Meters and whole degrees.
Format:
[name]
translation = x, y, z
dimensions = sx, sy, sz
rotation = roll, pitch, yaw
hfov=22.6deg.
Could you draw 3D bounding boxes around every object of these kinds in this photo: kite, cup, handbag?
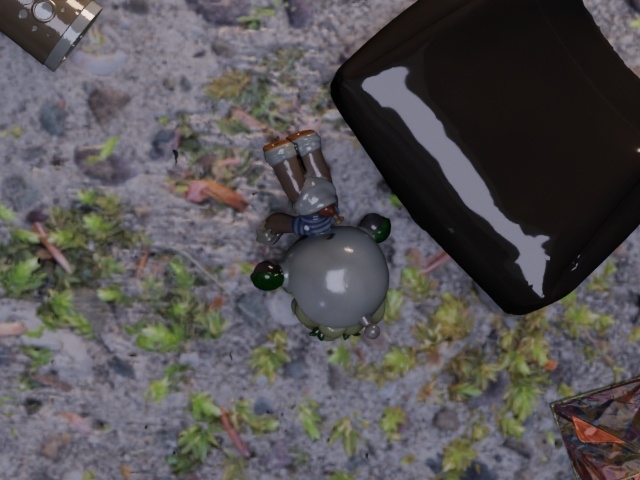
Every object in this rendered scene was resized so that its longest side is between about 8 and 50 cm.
[kite]
translation = 0.274, 0.182, 1.532
dimensions = 0.125, 0.008, 0.222
rotation = 26, 95, -8
[cup]
translation = -0.241, -0.216, 1.392
dimensions = 0.099, 0.074, 0.102
rotation = 37, 93, -9
[handbag]
translation = 0.180, -0.107, 1.431
dimensions = 0.257, 0.113, 0.285
rotation = -40, 93, -5

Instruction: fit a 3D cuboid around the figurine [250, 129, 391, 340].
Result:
[figurine]
translation = 0.000, 0.001, 1.442
dimensions = 0.147, 0.093, 0.197
rotation = -24, 92, -24
